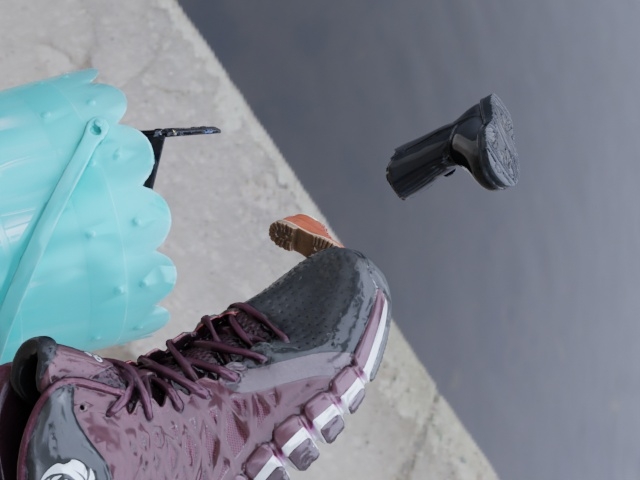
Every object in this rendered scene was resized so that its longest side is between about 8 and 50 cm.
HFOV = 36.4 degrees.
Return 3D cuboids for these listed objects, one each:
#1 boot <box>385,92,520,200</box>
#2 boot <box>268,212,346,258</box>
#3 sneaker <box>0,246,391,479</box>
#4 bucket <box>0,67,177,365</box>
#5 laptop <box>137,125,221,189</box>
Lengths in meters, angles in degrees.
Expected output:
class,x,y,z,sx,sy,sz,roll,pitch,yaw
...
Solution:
class,x,y,z,sx,sy,sz,roll,pitch,yaw
boot,0.204,-0.116,1.544,0.094,0.207,0.246,48,28,-23
boot,0.000,0.000,1.634,0.084,0.158,0.059,-29,143,-52
sneaker,-0.080,0.078,0.545,0.281,0.106,0.162,-51,127,-20
bucket,-0.273,-0.010,0.897,0.183,0.281,0.281,-18,107,-31
laptop,-0.280,-0.071,1.242,0.264,0.234,0.137,-24,113,-71
